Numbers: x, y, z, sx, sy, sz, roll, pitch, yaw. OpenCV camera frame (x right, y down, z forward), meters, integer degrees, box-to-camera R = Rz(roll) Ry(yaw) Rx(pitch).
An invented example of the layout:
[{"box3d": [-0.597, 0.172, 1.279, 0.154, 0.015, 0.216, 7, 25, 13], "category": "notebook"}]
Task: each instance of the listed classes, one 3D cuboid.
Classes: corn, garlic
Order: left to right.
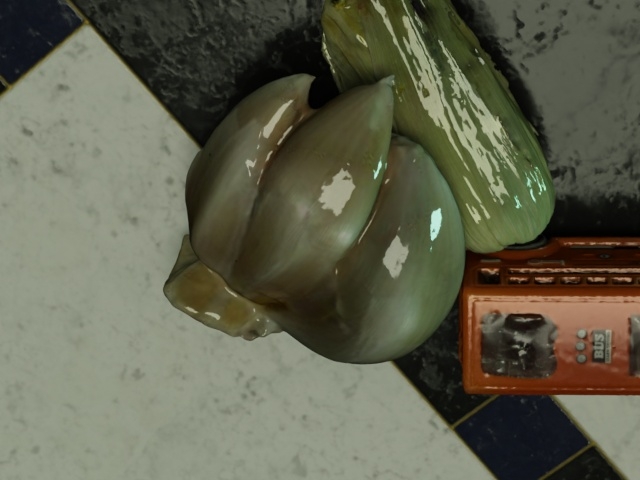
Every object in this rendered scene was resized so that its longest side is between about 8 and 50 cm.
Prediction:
[{"box3d": [0.000, -0.001, 1.679, 0.279, 0.132, 0.325, 38, 137, -9], "category": "garlic"}, {"box3d": [0.110, -0.127, 1.673, 0.122, 0.123, 0.305, -39, 106, -17], "category": "corn"}]

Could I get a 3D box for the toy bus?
[{"box3d": [0.296, 0.075, 1.723, 0.329, 0.153, 0.143, 1, 109, 4], "category": "toy bus"}]
